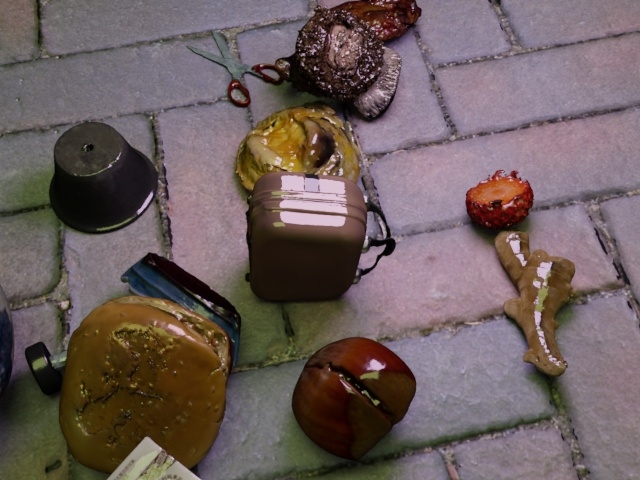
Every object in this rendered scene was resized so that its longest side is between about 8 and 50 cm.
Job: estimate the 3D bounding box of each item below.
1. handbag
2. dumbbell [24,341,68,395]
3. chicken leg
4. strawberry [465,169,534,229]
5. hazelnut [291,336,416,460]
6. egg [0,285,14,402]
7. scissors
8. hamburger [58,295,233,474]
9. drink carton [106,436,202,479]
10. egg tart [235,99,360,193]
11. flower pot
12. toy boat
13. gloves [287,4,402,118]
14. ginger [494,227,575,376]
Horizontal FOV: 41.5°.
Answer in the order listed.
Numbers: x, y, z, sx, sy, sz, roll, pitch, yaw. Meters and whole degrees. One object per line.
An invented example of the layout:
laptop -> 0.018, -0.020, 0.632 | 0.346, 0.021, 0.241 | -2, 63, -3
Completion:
handbag -> 0.000, 0.000, 1.587 | 0.283, 0.302, 0.149 | 3, 60, -4
dumbbell -> -0.445, 0.206, 1.583 | 0.191, 0.100, 0.100 | -25, 61, -14
chicken leg -> 0.055, -0.480, 1.980 | 0.407, 0.096, 0.158 | -28, 49, -18
strawberry -> 0.368, -0.077, 1.729 | 0.145, 0.086, 0.145 | -21, 23, 10
hazelnut -> 0.051, 0.268, 1.489 | 0.181, 0.181, 0.212 | 42, 77, 1
egg -> -0.709, 0.191, 1.461 | 0.345, 0.345, 0.428 | -1, 43, 1
scissors -> -0.211, -0.419, 2.005 | 0.144, 0.017, 0.248 | -38, 64, -20
hamburger -> -0.301, 0.253, 1.464 | 0.284, 0.174, 0.304 | 11, 98, 1
drink carton -> -0.256, 0.465, 1.295 | 0.132, 0.324, 0.194 | 30, 62, 22
egg tart -> -0.049, -0.198, 1.809 | 0.297, 0.132, 0.297 | -3, 55, 4
flower pot -> -0.471, -0.152, 1.774 | 0.235, 0.148, 0.235 | 0, 58, 0
toy boat -> -0.270, 0.142, 1.612 | 0.309, 0.129, 0.142 | 33, 100, 22
gloves -> 0.046, -0.387, 1.830 | 0.135, 0.312, 0.210 | 29, 89, 44
ginger -> 0.420, 0.113, 1.627 | 0.148, 0.081, 0.333 | -1, 58, 6
